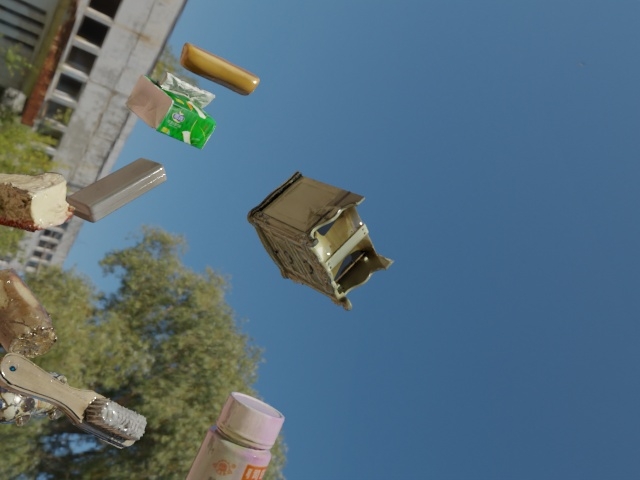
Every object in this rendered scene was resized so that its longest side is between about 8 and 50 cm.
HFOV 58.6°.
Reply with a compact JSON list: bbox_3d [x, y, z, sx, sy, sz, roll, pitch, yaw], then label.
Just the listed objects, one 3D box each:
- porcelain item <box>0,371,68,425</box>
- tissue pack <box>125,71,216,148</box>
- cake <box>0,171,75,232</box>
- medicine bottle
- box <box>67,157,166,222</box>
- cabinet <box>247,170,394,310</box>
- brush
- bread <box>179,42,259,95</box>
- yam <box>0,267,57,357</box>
[{"bbox_3d":[-0.913,0.480,1.741,0.186,0.288,0.138,3,-93,17],"label":"porcelain item"},{"bbox_3d":[-0.401,-0.377,1.599,0.148,0.209,0.156,38,-80,23],"label":"tissue pack"},{"bbox_3d":[-0.559,-0.083,1.058,0.220,0.117,0.086,11,-69,25],"label":"cake"},{"bbox_3d":[-0.278,0.689,1.771,0.219,0.219,0.388,11,-106,56],"label":"medicine bottle"},{"bbox_3d":[-0.515,-0.132,1.456,0.103,0.244,0.055,19,-49,30],"label":"box"},{"bbox_3d":[0.000,0.000,1.690,0.227,0.290,0.318,-42,-141,-20],"label":"cabinet"},{"bbox_3d":[-0.424,0.287,1.011,0.065,0.327,0.070,-13,-132,27],"label":"brush"},{"bbox_3d":[-0.296,-0.495,1.671,0.074,0.239,0.092,-61,-149,16],"label":"bread"},{"bbox_3d":[-0.787,0.187,1.460,0.238,0.128,0.129,46,-77,18],"label":"yam"}]
